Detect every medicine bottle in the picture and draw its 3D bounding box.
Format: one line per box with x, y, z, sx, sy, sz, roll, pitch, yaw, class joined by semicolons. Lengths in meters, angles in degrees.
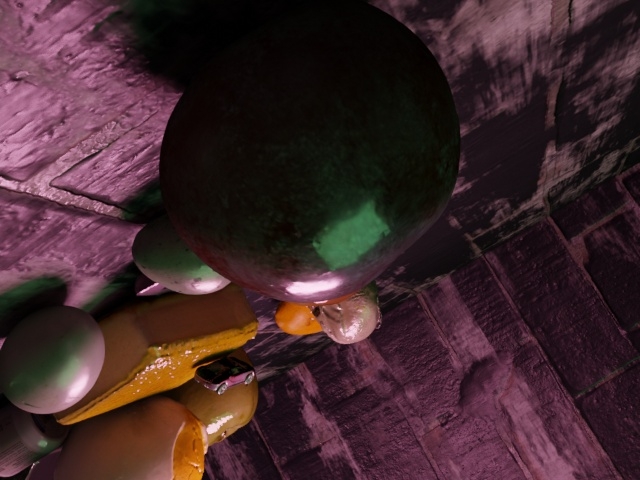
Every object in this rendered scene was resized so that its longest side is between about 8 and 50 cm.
-0.643;0.413;1.519;0.215;0.135;0.135;-32;166;12;medicine bottle

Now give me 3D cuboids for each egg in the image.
-0.413;0.181;1.132;0.151;0.151;0.209;-14;156;-46;egg
-0.186;0.012;1.046;0.164;0.131;0.131;5;146;-43;egg
-0.398;0.424;1.550;0.337;0.337;0.201;-18;128;-39;egg

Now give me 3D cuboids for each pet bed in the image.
-0.687;0.510;1.772;0.183;0.159;0.211;-62;158;14;pet bed

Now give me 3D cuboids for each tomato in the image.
-0.010;-0.090;0.758;0.316;0.282;0.317;-40;171;-8;tomato

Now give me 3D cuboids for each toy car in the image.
-0.187;0.260;1.453;0.142;0.069;0.055;-8;118;-56;toy car

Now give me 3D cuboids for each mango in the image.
-0.010;0.163;1.897;0.187;0.138;0.257;-1;144;-39;mango

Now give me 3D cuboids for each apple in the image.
-0.297;0.381;1.854;0.292;0.254;0.292;-32;167;-9;apple

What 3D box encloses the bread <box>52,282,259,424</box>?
-0.327;0.208;1.416;0.323;0.143;0.333;-35;166;26;bread

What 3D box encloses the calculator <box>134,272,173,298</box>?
-0.188;0.028;1.282;0.194;0.043;0.294;-36;168;22;calculator

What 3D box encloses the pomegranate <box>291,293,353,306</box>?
0.000;0.000;1.189;0.215;0.215;0.215;-28;166;-8;pomegranate

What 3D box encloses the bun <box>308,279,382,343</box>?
0.033;0.113;1.641;0.141;0.239;0.239;-22;164;-22;bun
